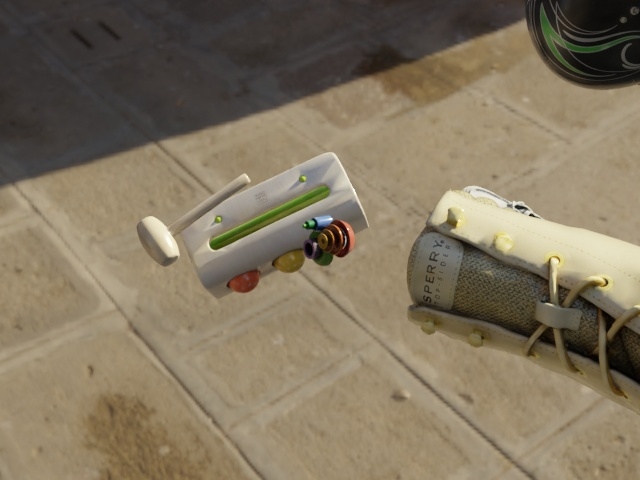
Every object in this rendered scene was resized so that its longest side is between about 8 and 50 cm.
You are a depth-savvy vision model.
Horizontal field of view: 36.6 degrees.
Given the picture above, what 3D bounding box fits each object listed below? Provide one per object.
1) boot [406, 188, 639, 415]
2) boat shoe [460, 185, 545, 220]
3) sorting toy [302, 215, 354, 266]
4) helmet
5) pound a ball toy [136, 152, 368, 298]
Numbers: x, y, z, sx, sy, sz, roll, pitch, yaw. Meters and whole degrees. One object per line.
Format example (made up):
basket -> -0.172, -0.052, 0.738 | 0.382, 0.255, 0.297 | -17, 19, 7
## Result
boot -> 0.138, 0.046, 0.492 | 0.203, 0.095, 0.262 | 19, 16, 11
boat shoe -> 0.273, -0.022, 1.335 | 0.184, 0.063, 0.066 | 42, 59, 13
sorting toy -> 0.000, 0.000, 1.240 | 0.042, 0.102, 0.061 | -9, 80, -34
helmet -> 0.309, -0.252, 1.072 | 0.161, 0.169, 0.169 | 10, 41, 24
pound a ball toy -> -0.094, -0.011, 1.489 | 0.319, 0.208, 0.136 | -26, 73, 0
